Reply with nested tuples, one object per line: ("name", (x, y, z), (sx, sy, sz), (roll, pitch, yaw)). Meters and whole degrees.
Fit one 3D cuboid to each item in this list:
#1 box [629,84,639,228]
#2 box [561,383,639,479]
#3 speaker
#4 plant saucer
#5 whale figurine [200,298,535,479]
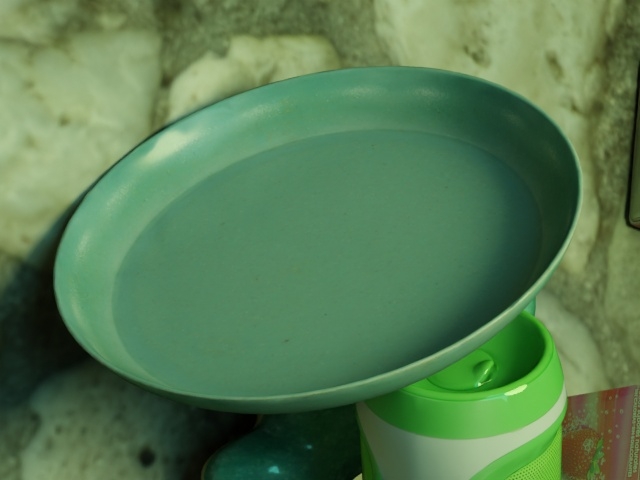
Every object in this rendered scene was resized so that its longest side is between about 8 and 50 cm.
("box", (0.371, -0.059, 1.464), (0.232, 0.127, 0.148), (19, 69, -30))
("box", (0.227, 0.262, 1.283), (0.154, 0.142, 0.300), (20, 69, -29))
("speaker", (0.086, 0.185, 1.135), (0.131, 0.131, 0.296), (-29, 129, -36))
("plant saucer", (0.000, 0.000, 1.111), (0.317, 0.318, 0.043), (-44, 135, -33))
("whale figurine", (0.037, 0.074, 1.195), (0.216, 0.141, 0.272), (44, 62, -20))
